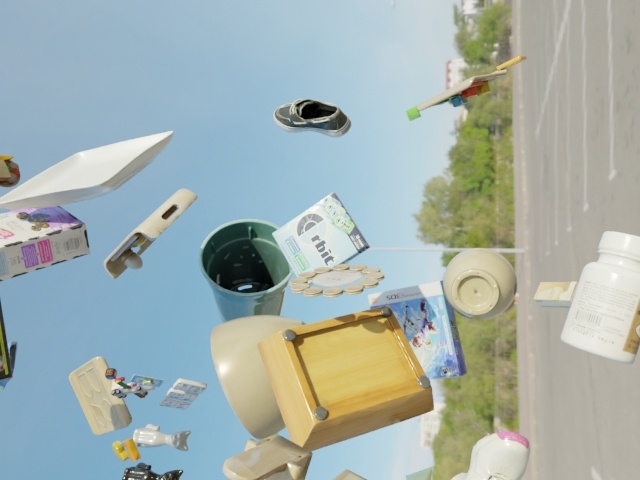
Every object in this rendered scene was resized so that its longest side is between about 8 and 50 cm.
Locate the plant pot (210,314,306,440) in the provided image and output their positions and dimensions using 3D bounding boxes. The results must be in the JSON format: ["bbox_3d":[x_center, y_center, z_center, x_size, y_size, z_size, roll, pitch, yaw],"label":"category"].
[{"bbox_3d":[-0.098,0.284,1.245,0.284,0.191,0.284,63,-176,-8],"label":"plant pot"}]

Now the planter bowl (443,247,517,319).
[{"bbox_3d":[0.342,0.103,1.179,0.109,0.162,0.162,-17,-73,-68],"label":"planter bowl"}]

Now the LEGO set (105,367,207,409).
[{"bbox_3d":[-0.436,0.370,1.397,0.182,0.244,0.060,-48,33,44],"label":"LEGO set"}]

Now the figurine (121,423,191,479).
[{"bbox_3d":[-0.559,0.758,1.892,0.092,0.209,0.215,55,-142,-58],"label":"figurine"}]

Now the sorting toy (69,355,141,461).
[{"bbox_3d":[-0.615,0.495,1.570,0.041,0.229,0.307,-22,-96,-49],"label":"sorting toy"}]

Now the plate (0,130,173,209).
[{"bbox_3d":[-0.470,-0.138,1.113,0.278,0.277,0.045,-64,-38,-56],"label":"plate"}]

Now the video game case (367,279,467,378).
[{"bbox_3d":[0.275,0.267,1.575,0.061,0.244,0.270,0,-103,-53],"label":"video game case"}]

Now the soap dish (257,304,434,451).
[{"bbox_3d":[0.054,0.250,1.034,0.118,0.290,0.229,109,144,-49],"label":"soap dish"}]

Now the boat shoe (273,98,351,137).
[{"bbox_3d":[-0.030,-0.290,1.229,0.070,0.219,0.078,45,-113,-49],"label":"boat shoe"}]

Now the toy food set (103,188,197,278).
[{"bbox_3d":[-0.500,-0.014,1.612,0.092,0.306,0.220,47,-137,-13],"label":"toy food set"}]

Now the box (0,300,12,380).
[{"bbox_3d":[-0.730,0.159,1.038,0.216,0.060,0.270,-1,-105,-61],"label":"box"}]

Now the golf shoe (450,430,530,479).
[{"bbox_3d":[0.344,0.519,1.115,0.140,0.115,0.306,-65,-7,-56],"label":"golf shoe"}]

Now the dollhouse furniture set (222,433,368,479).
[{"bbox_3d":[-0.028,0.455,0.595,0.174,0.303,0.356,16,-87,-65],"label":"dollhouse furniture set"}]

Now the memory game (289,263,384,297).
[{"bbox_3d":[0.031,0.076,1.037,0.186,0.186,0.012,-41,-54,-68],"label":"memory game"}]

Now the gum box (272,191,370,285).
[{"bbox_3d":[0.000,0.000,1.298,0.157,0.184,0.041,59,-169,15],"label":"gum box"}]

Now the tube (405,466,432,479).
[{"bbox_3d":[0.292,0.779,1.619,0.240,0.070,0.062,-63,-15,-67],"label":"tube"}]

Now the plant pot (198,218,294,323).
[{"bbox_3d":[-0.261,0.156,1.989,0.334,0.341,0.341,98,-175,-50],"label":"plant pot"}]

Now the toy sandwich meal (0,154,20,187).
[{"bbox_3d":[-0.675,-0.151,1.150,0.085,0.029,0.086,39,-142,-40],"label":"toy sandwich meal"}]

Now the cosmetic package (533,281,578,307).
[{"bbox_3d":[0.633,0.144,1.437,0.041,0.115,0.060,37,-111,-20],"label":"cosmetic package"}]

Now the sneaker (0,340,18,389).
[{"bbox_3d":[-0.739,0.284,1.219,0.082,0.209,0.069,18,-130,-33],"label":"sneaker"}]

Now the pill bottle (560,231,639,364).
[{"bbox_3d":[0.557,0.106,1.028,0.131,0.131,0.229,17,-89,-72],"label":"pill bottle"}]

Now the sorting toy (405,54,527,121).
[{"bbox_3d":[0.379,-0.388,1.431,0.196,0.347,0.047,-27,-84,-40],"label":"sorting toy"}]

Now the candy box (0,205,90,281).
[{"bbox_3d":[-0.590,-0.001,1.072,0.196,0.165,0.070,-23,-54,-41],"label":"candy box"}]
